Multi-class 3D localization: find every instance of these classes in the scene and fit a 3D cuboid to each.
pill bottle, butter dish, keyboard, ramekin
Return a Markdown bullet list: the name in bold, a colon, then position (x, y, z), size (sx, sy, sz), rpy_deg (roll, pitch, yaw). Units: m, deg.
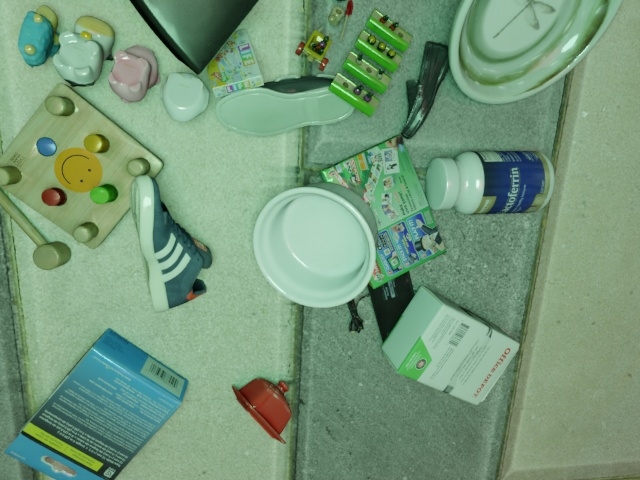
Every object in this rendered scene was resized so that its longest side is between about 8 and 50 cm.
- **pill bottle**: position (0.403, -0.139, 1.023), size (0.265, 0.153, 0.153), rpy_deg (-3, 104, -7)
- **butter dish**: position (-0.132, 0.417, 1.096), size (0.118, 0.160, 0.160), rpy_deg (-44, 108, -20)
- **keyboard**: position (0.146, 0.134, 1.115), size (0.202, 0.033, 0.317), rpy_deg (-19, 105, -9)
- **ramekin**: position (0.000, 0.000, 0.958), size (0.277, 0.135, 0.277), rpy_deg (7, 113, 16)

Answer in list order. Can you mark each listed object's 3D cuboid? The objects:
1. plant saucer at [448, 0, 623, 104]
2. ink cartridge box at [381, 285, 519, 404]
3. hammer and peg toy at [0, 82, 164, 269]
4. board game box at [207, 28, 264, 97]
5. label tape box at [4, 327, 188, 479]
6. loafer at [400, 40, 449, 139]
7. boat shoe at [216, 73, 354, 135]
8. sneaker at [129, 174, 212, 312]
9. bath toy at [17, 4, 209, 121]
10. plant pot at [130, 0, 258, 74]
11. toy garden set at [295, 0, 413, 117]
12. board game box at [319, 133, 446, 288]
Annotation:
- **plant saucer**: position (0.449, -0.496, 0.914), size (0.401, 0.100, 0.400), rpy_deg (-12, 141, -10)
- **ink cartridge box**: position (0.344, 0.283, 1.120), size (0.289, 0.121, 0.211), rpy_deg (28, 99, -22)
- **hammer and peg toy**: position (-0.550, -0.113, 0.893), size (0.266, 0.127, 0.361), rpy_deg (41, 95, -16)
- **board game box**: position (-0.188, -0.375, 0.887), size (0.103, 0.026, 0.154), rpy_deg (-17, 63, -5)
- **label tape box**: position (-0.540, 0.429, 1.041), size (0.249, 0.115, 0.347), rpy_deg (40, 98, -15)
- **loafer**: position (0.234, -0.350, 0.989), size (0.078, 0.076, 0.223), rpy_deg (22, 101, 0)
- **boat shoe**: position (-0.078, -0.306, 0.942), size (0.303, 0.091, 0.114), rpy_deg (-4, 134, -10)
- **sneaker**: position (-0.320, 0.005, 0.930), size (0.148, 0.131, 0.350), rpy_deg (-13, 136, -24)
- **bath toy**: position (-0.397, -0.345, 0.863), size (0.348, 0.129, 0.151), rpy_deg (21, 81, -14)
- **plant pot**: position (-0.258, -0.459, 0.794), size (0.187, 0.188, 0.167), rpy_deg (-49, 132, 5)
- **toy garden set**: position (0.080, -0.419, 0.900), size (0.204, 0.049, 0.244), rpy_deg (30, 70, -12)
- **board game box**: position (0.157, -0.069, 1.037), size (0.214, 0.046, 0.317), rpy_deg (-26, 102, -6)
